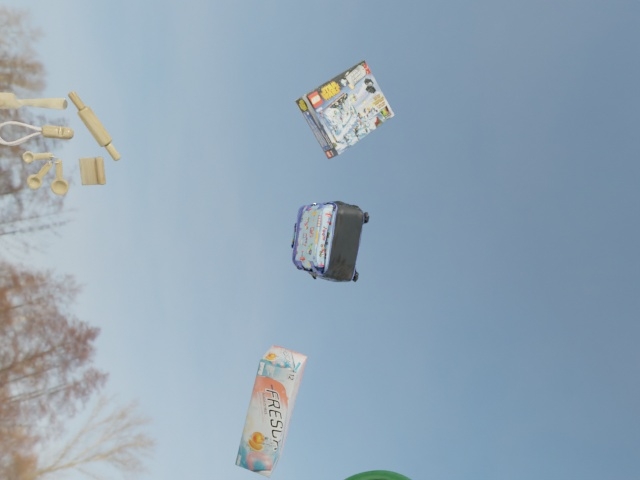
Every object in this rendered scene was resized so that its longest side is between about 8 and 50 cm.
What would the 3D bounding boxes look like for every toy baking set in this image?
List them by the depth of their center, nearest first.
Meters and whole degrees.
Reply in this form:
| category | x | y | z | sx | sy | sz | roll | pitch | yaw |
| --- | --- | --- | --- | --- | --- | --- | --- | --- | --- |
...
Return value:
| category | x | y | z | sx | sy | sz | roll | pitch | yaw |
| --- | --- | --- | --- | --- | --- | --- | --- | --- | --- |
| toy baking set | -0.539 | -0.206 | 1.311 | 0.256 | 0.197 | 0.030 | 64 | -8 | -23 |

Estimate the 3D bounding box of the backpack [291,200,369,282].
| category | x | y | z | sx | sy | sz | roll | pitch | yaw |
| --- | --- | --- | --- | --- | --- | --- | --- | --- | --- |
| backpack | 0.000 | 0.000 | 1.294 | 0.173 | 0.117 | 0.158 | 4 | -97 | 59 |

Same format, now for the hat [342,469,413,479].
| category | x | y | z | sx | sy | sz | roll | pitch | yaw |
| --- | --- | --- | --- | --- | --- | --- | --- | --- | --- |
| hat | 0.091 | 0.466 | 0.961 | 0.208 | 0.173 | 0.183 | 41 | -29 | 60 |

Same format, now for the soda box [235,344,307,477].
| category | x | y | z | sx | sy | sz | roll | pitch | yaw |
| --- | --- | --- | --- | --- | --- | --- | --- | --- | --- |
| soda box | -0.073 | 0.252 | 0.957 | 0.058 | 0.063 | 0.183 | 17 | -73 | 11 |

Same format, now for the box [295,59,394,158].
| category | x | y | z | sx | sy | sz | roll | pitch | yaw |
| --- | --- | --- | --- | --- | --- | --- | --- | --- | --- |
| box | 0.037 | -0.187 | 0.913 | 0.027 | 0.137 | 0.094 | -15 | -71 | 51 |
